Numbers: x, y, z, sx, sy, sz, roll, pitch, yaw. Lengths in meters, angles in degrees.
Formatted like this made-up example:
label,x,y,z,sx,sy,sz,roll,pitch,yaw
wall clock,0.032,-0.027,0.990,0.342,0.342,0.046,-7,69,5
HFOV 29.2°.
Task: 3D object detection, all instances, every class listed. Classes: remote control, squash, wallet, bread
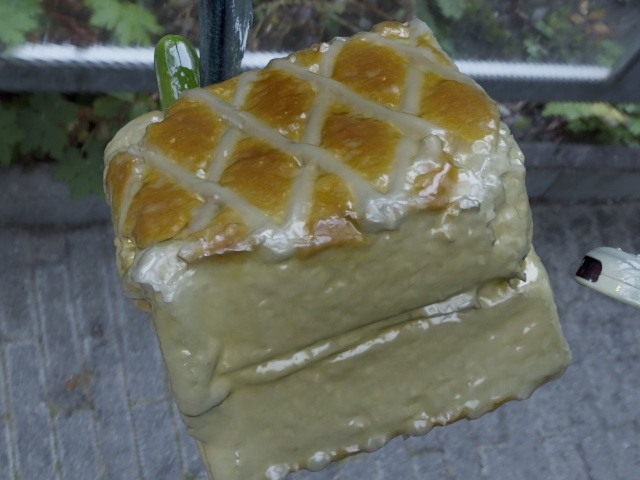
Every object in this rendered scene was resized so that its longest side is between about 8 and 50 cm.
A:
label,x,y,z,sx,sy,sz,roll,pitch,yaw
remote control,0.292,0.056,0.910,0.221,0.078,0.042,23,94,-11
squash,-0.161,-0.144,1.512,0.066,0.066,0.252,-4,70,-23
wallet,-0.092,-0.333,1.309,0.046,0.379,0.191,12,45,3
bread,0.000,0.000,1.171,0.371,0.279,0.390,-17,32,-2
